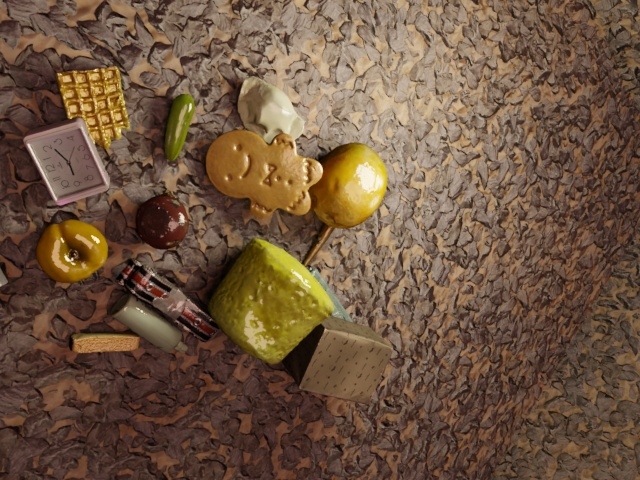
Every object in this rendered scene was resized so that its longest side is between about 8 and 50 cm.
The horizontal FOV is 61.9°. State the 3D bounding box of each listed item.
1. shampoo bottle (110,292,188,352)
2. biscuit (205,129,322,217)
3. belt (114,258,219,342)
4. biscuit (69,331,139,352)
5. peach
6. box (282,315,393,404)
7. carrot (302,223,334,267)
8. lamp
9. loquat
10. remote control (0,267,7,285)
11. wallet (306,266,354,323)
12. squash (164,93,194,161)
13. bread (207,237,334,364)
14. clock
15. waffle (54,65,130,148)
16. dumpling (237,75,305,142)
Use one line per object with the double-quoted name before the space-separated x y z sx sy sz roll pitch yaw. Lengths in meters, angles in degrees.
"shampoo bottle" -0.505 0.265 1.619 0.085 0.085 0.262 -51 121 -12
"biscuit" -0.178 -0.210 1.643 0.354 0.052 0.275 22 104 -9
"belt" -0.446 0.190 1.616 0.359 0.126 0.094 43 80 -32
"biscuit" -0.632 0.296 1.566 0.187 0.056 0.052 5 96 -31
"peach" -0.675 0.027 1.453 0.179 0.103 0.179 -5 100 -29
"box" 0.056 0.399 1.851 0.297 0.190 0.225 21 96 -29
"carrot" 0.000 0.000 1.895 0.049 0.049 0.255 34 86 -32
"lamp" -0.454 -0.052 1.559 0.157 0.135 0.156 -32 86 6
"loquat" 0.089 -0.181 1.784 0.284 0.276 0.276 -52 123 -35
"remote control" -0.904 0.117 1.378 0.162 0.029 0.061 -25 110 -20
"wallet" -0.021 0.292 1.929 0.237 0.075 0.342 -42 119 -14
"squash" -0.416 -0.330 1.558 0.066 0.066 0.201 11 101 -33
"bread" -0.156 0.195 1.667 0.348 0.348 0.308 42 82 -31
"clock" -0.659 -0.207 1.400 0.150 0.063 0.197 -20 120 -11
"waffle" -0.603 -0.353 1.440 0.160 0.055 0.211 -18 109 -25
"dumpling" -0.170 -0.399 1.670 0.166 0.126 0.215 -44 133 15
